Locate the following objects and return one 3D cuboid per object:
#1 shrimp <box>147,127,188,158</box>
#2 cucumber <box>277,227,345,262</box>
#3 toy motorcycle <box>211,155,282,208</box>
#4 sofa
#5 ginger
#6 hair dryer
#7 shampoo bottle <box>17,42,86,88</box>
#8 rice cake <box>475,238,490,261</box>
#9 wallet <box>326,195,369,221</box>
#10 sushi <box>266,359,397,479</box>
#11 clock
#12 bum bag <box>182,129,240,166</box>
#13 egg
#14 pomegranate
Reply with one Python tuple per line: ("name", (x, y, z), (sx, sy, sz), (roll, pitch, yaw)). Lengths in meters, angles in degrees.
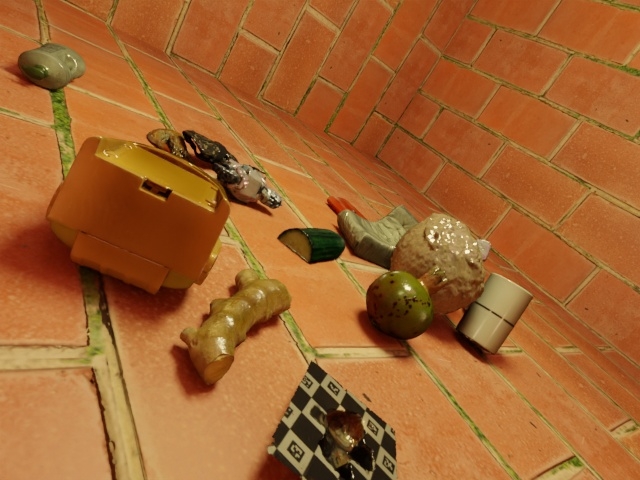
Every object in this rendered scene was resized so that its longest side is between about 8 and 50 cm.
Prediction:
("shrimp", (-0.425, -0.269, 1.177), (0.101, 0.042, 0.190), (-9, 42, -33))
("cucumber", (0.000, 0.000, 1.158), (0.115, 0.063, 0.243), (42, 20, 21))
("toy motorcycle", (-0.190, -0.152, 1.149), (0.204, 0.108, 0.239), (30, 20, -7))
("sofa", (0.197, -0.039, 1.374), (0.225, 0.176, 0.210), (23, 22, -27))
("ginger", (-0.124, 0.122, 0.667), (0.117, 0.065, 0.299), (20, 18, 4))
("hair dryer", (0.502, 0.210, 1.294), (0.128, 0.203, 0.362), (32, 2, 7))
("shampoo bottle", (-0.715, -0.461, 1.108), (0.118, 0.087, 0.234), (22, 22, -25))
("rice cake", (0.433, 0.060, 1.392), (0.056, 0.073, 0.365), (21, -17, -13))
("wallet", (0.125, -0.092, 1.585), (0.142, 0.045, 0.204), (14, 27, -43))
("sushi", (0.021, 0.279, 0.559), (0.192, 0.040, 0.210), (40, 17, 0))
("clock", (-0.276, -0.059, 0.711), (0.244, 0.200, 0.317), (30, 11, -17))
("bum bag", (-0.310, -0.258, 1.255), (0.102, 0.069, 0.248), (37, 9, 28))
("egg", (0.326, 0.071, 1.180), (0.279, 0.279, 0.311), (26, 47, -20))
("pomegranate", (0.196, 0.132, 0.948), (0.159, 0.205, 0.159), (55, 0, 0))
